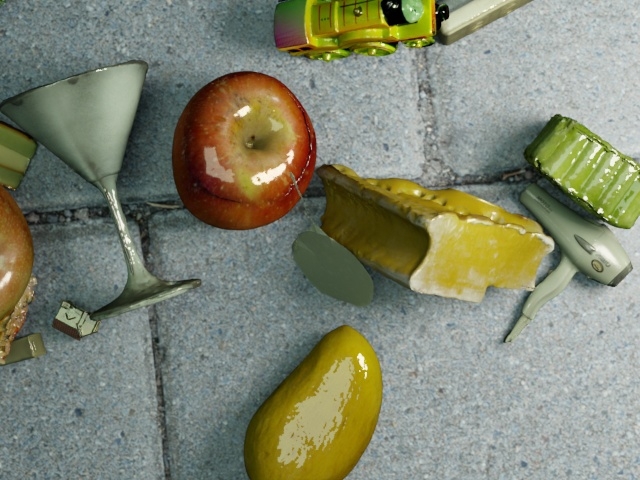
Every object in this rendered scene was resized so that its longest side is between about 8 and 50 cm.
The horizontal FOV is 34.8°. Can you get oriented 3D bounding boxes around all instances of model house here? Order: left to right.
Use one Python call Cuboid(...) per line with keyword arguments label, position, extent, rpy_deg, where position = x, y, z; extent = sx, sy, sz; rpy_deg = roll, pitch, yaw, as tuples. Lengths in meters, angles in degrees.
Cuboid(label="model house", position=(-0.448, 0.153, 1.877), extent=(0.083, 0.057, 0.058), rpy_deg=(28, 88, 2))

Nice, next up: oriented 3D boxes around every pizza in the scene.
Cuboid(label="pizza", position=(-0.595, 0.168, 1.848), extent=(0.201, 0.193, 0.053), rpy_deg=(-25, 133, 8))

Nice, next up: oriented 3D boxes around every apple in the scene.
Cuboid(label="apple", position=(-0.645, 0.018, 1.751), extent=(0.277, 0.319, 0.319), rpy_deg=(11, 91, 24))
Cuboid(label="apple", position=(-0.134, -0.152, 1.768), extent=(0.251, 0.206, 0.272), rpy_deg=(-4, 80, -18))

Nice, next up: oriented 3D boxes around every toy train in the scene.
Cuboid(label="toy train", position=(0.068, -0.372, 1.746), extent=(0.296, 0.160, 0.100), rpy_deg=(-3, 86, 33))

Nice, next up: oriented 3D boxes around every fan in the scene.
Cuboid(label="fan", position=(0.001, -0.001, 1.747), extent=(0.182, 0.310, 0.010), rpy_deg=(15, 51, 37))

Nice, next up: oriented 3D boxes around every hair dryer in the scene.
Cuboid(label="hair dryer", position=(0.385, 0.025, 1.813), extent=(0.267, 0.092, 0.229), rpy_deg=(-31, 81, 14))

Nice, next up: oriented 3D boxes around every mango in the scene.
Cuboid(label="mango", position=(-0.001, 0.322, 1.804), extent=(0.195, 0.142, 0.332), rpy_deg=(42, 91, -2))

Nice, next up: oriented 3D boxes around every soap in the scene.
Cuboid(label="soap", position=(0.187, -0.021, 1.808), extent=(0.304, 0.338, 0.169), rpy_deg=(9, 103, -37))

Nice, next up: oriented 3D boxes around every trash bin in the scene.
Cuboid(label="trash bin", position=(-0.564, 0.204, 1.883), extent=(0.092, 0.061, 0.043), rpy_deg=(-16, 90, 6))

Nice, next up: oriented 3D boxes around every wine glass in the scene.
Cuboid(label="wine glass", position=(-0.368, -0.081, 1.783), extent=(0.267, 0.267, 0.406), rpy_deg=(-16, 95, 4))

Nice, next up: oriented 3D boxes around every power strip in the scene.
Cuboid(label="power strip", position=(0.307, -0.428, 1.789), extent=(0.256, 0.105, 0.070), rpy_deg=(-27, 84, 5))

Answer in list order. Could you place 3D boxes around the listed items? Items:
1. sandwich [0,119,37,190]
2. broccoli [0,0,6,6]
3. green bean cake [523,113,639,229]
Cuboid(label="sandwich", position=(-0.634, -0.177, 1.844), extent=(0.187, 0.144, 0.117), rpy_deg=(27, 95, 4))
Cuboid(label="broccoli", position=(-0.638, -0.519, 1.817), extent=(0.194, 0.194, 0.220), rpy_deg=(-26, 94, 4))
Cuboid(label="green bean cake", position=(0.455, -0.119, 1.736), extent=(0.214, 0.200, 0.113), rpy_deg=(36, 102, -1))
